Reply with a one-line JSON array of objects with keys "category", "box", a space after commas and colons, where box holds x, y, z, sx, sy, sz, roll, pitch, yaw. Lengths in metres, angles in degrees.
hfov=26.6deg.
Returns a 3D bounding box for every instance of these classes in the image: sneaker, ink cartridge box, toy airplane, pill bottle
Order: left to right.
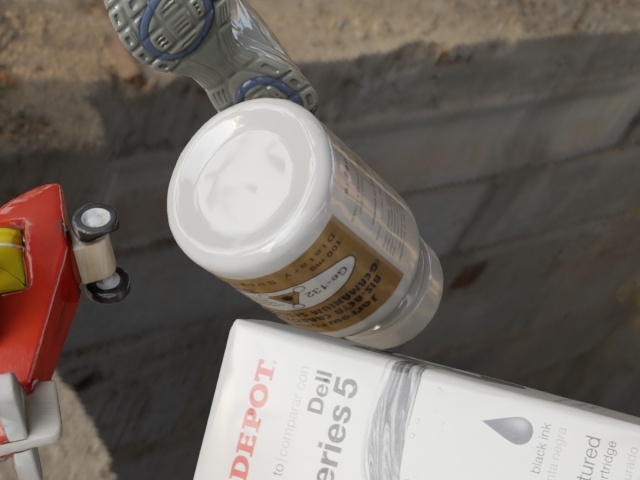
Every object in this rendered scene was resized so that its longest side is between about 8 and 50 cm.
[{"category": "toy airplane", "box": [-0.407, 0.115, 1.639, 0.272, 0.386, 0.384, 5, 1, 6]}, {"category": "sneaker", "box": [-0.119, -0.211, 1.298, 0.297, 0.111, 0.129, 47, 14, -45]}, {"category": "pill bottle", "box": [0.000, 0.000, 1.005, 0.229, 0.131, 0.131, 38, 19, -53]}, {"category": "ink cartridge box", "box": [0.061, 0.175, 0.819, 0.273, 0.198, 0.115, 13, -2, 18]}]
